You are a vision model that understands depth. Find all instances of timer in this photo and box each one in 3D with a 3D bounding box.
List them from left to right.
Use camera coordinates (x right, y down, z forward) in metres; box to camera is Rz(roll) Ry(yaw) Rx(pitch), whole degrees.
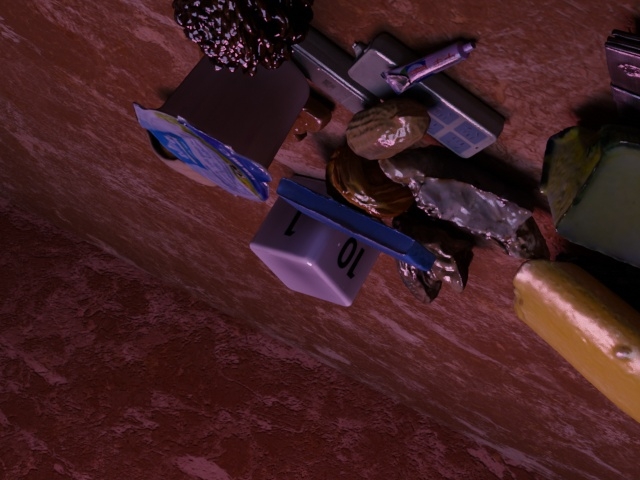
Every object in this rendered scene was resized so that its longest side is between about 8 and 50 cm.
[{"bbox_3d":[0.000,0.000,2.277,0.194,0.195,0.192,14,156,40],"label":"timer"}]

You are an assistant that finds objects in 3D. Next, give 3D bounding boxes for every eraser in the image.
[{"bbox_3d":[0.067,-0.029,2.024,0.311,0.043,0.144,27,177,27],"label":"eraser"}]

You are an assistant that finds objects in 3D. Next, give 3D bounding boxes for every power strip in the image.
[{"bbox_3d":[-0.009,-0.297,1.728,0.272,0.052,0.078,36,162,-12],"label":"power strip"},{"bbox_3d":[0.163,-0.226,1.656,0.270,0.046,0.118,35,162,-10],"label":"power strip"}]

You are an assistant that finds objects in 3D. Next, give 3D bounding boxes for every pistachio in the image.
[{"bbox_3d":[-0.265,-0.205,2.252,0.237,0.138,0.153,29,-163,9],"label":"pistachio"}]

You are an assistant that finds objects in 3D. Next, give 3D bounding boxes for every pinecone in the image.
[{"bbox_3d":[-0.099,-0.346,1.504,0.221,0.221,0.221,27,162,10],"label":"pinecone"}]

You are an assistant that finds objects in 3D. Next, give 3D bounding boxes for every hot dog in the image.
[{"bbox_3d":[0.095,-0.107,1.968,0.175,0.114,0.259,31,177,-6],"label":"hot dog"}]

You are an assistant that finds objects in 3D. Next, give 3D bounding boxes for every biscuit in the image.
[{"bbox_3d":[-0.116,-0.288,1.934,0.278,0.043,0.301,14,153,40],"label":"biscuit"}]

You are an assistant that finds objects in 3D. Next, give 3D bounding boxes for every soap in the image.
[{"bbox_3d":[0.517,0.195,1.835,0.427,0.115,0.306,43,163,18],"label":"soap"}]

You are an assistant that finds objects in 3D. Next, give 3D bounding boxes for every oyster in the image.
[{"bbox_3d":[0.258,-0.072,1.785,0.341,0.110,0.166,32,-161,0],"label":"oyster"}]

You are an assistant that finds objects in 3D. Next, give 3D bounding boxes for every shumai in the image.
[{"bbox_3d":[0.231,0.031,2.120,0.152,0.161,0.210,-8,120,29],"label":"shumai"}]

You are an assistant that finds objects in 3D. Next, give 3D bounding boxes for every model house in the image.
[{"bbox_3d":[0.424,-0.090,1.462,0.193,0.170,0.211,19,-152,-9],"label":"model house"}]

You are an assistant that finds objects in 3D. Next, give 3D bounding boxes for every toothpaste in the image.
[{"bbox_3d":[0.159,-0.256,1.547,0.045,0.028,0.170,44,142,-24],"label":"toothpaste"}]

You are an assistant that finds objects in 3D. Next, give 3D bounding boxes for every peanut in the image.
[{"bbox_3d":[0.107,-0.174,1.669,0.093,0.083,0.194,33,162,-23],"label":"peanut"}]

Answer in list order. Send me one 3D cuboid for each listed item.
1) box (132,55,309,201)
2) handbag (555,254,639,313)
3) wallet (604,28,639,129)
[{"bbox_3d":[-0.130,-0.216,1.732,0.262,0.206,0.291,41,164,-35],"label":"box"},{"bbox_3d":[0.563,0.125,1.909,0.260,0.079,0.247,44,156,-29],"label":"handbag"},{"bbox_3d":[0.429,-0.182,1.338,0.124,0.042,0.230,24,170,27],"label":"wallet"}]
